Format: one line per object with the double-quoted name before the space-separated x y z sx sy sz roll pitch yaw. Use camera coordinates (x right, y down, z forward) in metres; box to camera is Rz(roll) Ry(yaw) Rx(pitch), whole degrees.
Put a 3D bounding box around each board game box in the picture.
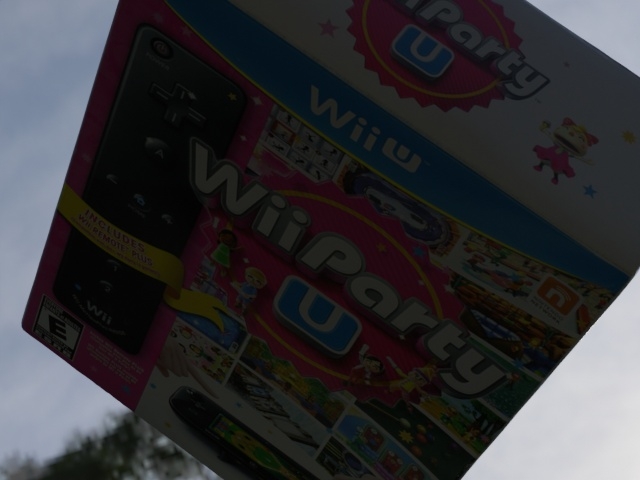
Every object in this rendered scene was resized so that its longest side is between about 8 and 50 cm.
"board game box" 0.000 0.000 0.756 0.224 0.097 0.303 35 -37 5
